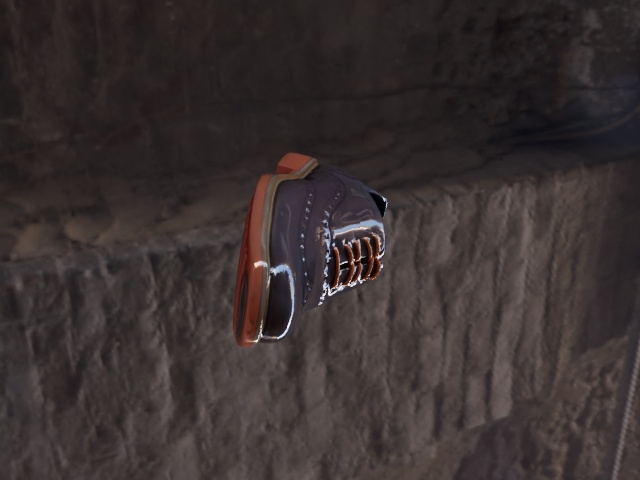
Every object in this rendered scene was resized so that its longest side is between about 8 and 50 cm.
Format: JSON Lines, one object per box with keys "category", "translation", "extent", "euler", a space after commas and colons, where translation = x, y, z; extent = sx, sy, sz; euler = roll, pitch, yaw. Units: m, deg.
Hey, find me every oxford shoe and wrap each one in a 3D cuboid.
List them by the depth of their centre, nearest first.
{"category": "oxford shoe", "translation": [0.000, 0.000, 0.667], "extent": [0.271, 0.098, 0.097], "euler": [-69, 171, -66]}
